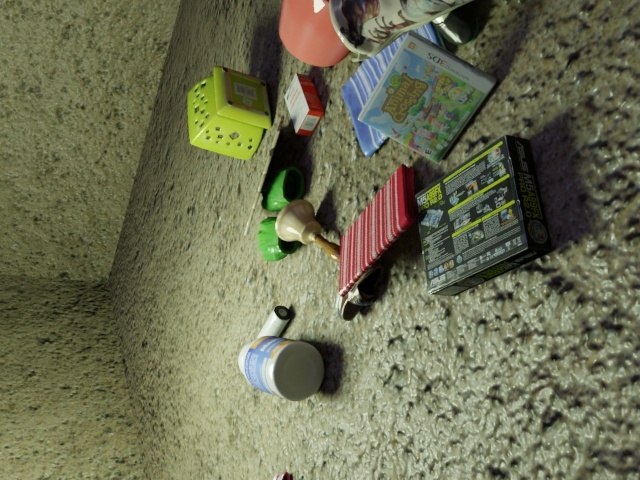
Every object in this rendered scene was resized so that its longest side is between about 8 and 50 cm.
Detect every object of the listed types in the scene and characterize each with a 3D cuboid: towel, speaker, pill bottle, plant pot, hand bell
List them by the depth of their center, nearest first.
[{"bbox_3d":[0.123,-0.022,1.512,0.275,0.031,0.198,-51,21,37],"label":"towel"},{"bbox_3d":[0.161,-0.385,1.600,0.336,0.040,0.243,-51,42,44],"label":"towel"},{"bbox_3d":[0.020,-0.585,1.698,0.243,0.275,0.274,126,141,-56],"label":"plant pot"},{"bbox_3d":[0.000,0.000,1.771,0.242,0.126,0.126,39,118,43],"label":"hand bell"},{"bbox_3d":[-0.117,0.332,1.822,0.272,0.152,0.152,-4,81,60],"label":"pill bottle"},{"bbox_3d":[-0.135,0.250,1.976,0.136,0.055,0.055,-60,36,37],"label":"speaker"},{"bbox_3d":[-0.291,-0.430,2.252,0.207,0.228,0.227,-39,50,45],"label":"plant pot"}]

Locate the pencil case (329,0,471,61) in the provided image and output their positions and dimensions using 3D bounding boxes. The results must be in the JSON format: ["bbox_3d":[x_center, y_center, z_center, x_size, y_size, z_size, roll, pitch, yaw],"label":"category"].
[{"bbox_3d":[0.209,-0.486,1.276,0.410,0.160,0.183,-18,82,35],"label":"pencil case"}]

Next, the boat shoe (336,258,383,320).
[{"bbox_3d":[0.090,0.117,1.585,0.066,0.066,0.183,51,128,51],"label":"boat shoe"}]

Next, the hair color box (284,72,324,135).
[{"bbox_3d":[-0.048,-0.392,1.969,0.093,0.053,0.167,-57,39,41],"label":"hair color box"}]

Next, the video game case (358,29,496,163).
[{"bbox_3d":[0.205,-0.277,1.350,0.212,0.193,0.023,-58,7,39],"label":"video game case"}]

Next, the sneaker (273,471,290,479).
[{"bbox_3d":[-0.090,0.670,1.818,0.057,0.047,0.119,-47,45,31],"label":"sneaker"}]

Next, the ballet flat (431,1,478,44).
[{"bbox_3d":[0.241,-0.517,1.424,0.095,0.096,0.280,-48,44,43],"label":"ballet flat"}]

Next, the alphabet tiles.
[{"bbox_3d":[-0.169,-0.196,2.067,0.285,0.011,0.342,-85,13,-66],"label":"alphabet tiles"}]

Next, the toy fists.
[{"bbox_3d":[-0.116,-0.076,1.981,0.142,0.096,0.279,-8,75,53],"label":"toy fists"}]

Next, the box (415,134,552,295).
[{"bbox_3d":[0.289,-0.037,1.266,0.270,0.060,0.216,-37,52,53],"label":"box"}]
